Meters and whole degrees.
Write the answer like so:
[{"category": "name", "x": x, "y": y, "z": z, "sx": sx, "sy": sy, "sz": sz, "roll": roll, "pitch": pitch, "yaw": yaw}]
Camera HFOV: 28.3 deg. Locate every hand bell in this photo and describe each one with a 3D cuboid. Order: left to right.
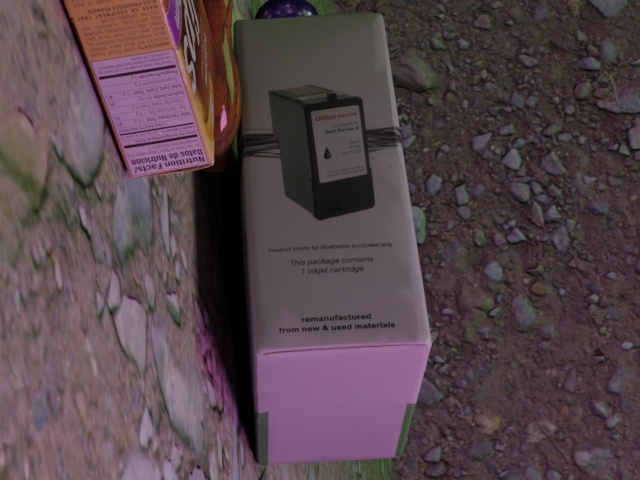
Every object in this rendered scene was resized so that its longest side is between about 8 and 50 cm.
[{"category": "hand bell", "x": -0.072, "y": -0.166, "z": 0.878, "sx": 0.126, "sy": 0.126, "sz": 0.242, "roll": -83, "pitch": 176, "yaw": -70}]

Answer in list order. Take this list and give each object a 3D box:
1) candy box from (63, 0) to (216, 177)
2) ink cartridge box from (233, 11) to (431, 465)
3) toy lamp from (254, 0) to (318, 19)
[{"category": "candy box", "x": -0.099, "y": -0.138, "z": 0.673, "sx": 0.186, "sy": 0.053, "sz": 0.109, "roll": 78, "pitch": 6, "yaw": -46}, {"category": "ink cartridge box", "x": 0.000, "y": 0.000, "z": 0.979, "sx": 0.211, "sy": 0.122, "sz": 0.289, "roll": 93, "pitch": -7, "yaw": -58}, {"category": "toy lamp", "x": -0.026, "y": -0.130, "z": 1.288, "sx": 0.080, "sy": 0.080, "sz": 0.274, "roll": 75, "pitch": 9, "yaw": -51}]
